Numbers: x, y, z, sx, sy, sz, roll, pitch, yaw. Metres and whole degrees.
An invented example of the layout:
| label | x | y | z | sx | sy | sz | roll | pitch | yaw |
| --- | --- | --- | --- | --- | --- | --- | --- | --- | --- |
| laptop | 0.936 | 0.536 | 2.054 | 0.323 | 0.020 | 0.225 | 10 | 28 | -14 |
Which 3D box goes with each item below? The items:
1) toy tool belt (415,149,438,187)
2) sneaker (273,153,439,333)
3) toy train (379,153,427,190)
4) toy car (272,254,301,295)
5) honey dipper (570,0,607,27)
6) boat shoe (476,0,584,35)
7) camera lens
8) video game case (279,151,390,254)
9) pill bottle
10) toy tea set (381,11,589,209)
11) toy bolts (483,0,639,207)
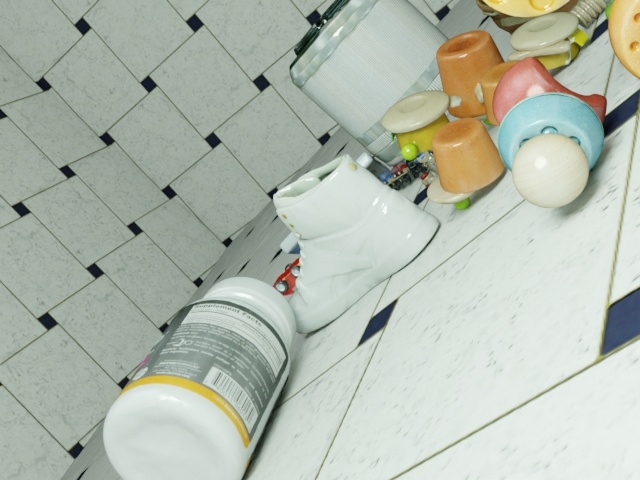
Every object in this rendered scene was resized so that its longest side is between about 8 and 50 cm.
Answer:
| label | x | y | z | sx | sy | sz | roll | pitch | yaw |
| --- | --- | --- | --- | --- | --- | --- | --- | --- | --- |
| toy tool belt | 0.157 | -0.121 | 1.276 | 0.083 | 0.051 | 0.052 | -52 | 8 | -16 |
| sneaker | 0.000 | 0.000 | 1.138 | 0.292 | 0.169 | 0.108 | -43 | 11 | 45 |
| toy train | 0.127 | -0.104 | 1.398 | 0.027 | 0.036 | 0.158 | -34 | 0 | -26 |
| toy car | 0.022 | 0.011 | 1.384 | 0.239 | 0.053 | 0.225 | -50 | 8 | -1 |
| honey dipper | 0.387 | -0.341 | 1.147 | 0.161 | 0.030 | 0.030 | -46 | 8 | 8 |
| boat shoe | 0.311 | -0.373 | 1.293 | 0.324 | 0.119 | 0.123 | 154 | 137 | -78 |
| camera lens | 0.104 | -0.267 | 1.444 | 0.219 | 0.274 | 0.219 | -48 | 7 | 8 |
| video game case | 0.031 | -0.057 | 1.561 | 0.212 | 0.023 | 0.193 | -47 | -11 | 8 |
| pill bottle | -0.127 | 0.166 | 1.058 | 0.162 | 0.162 | 0.278 | -45 | 9 | 29 |
| toy tea set | 0.198 | -0.147 | 1.099 | 0.200 | 0.124 | 0.336 | 2 | 40 | 41 |
| toy bolts | 0.196 | -0.142 | 0.713 | 0.158 | 0.218 | 0.229 | -71 | 4 | -54 |
